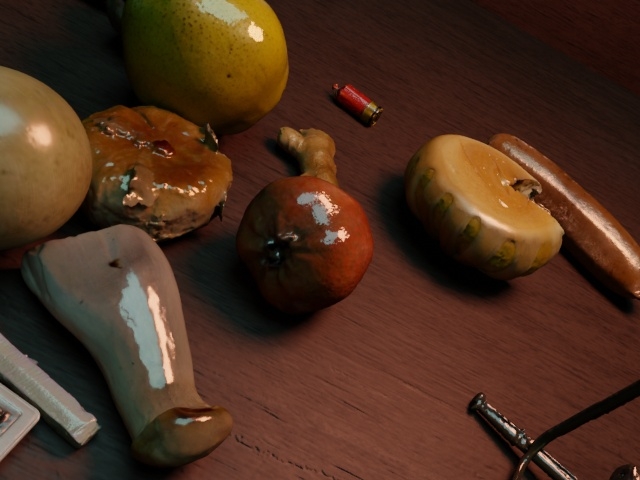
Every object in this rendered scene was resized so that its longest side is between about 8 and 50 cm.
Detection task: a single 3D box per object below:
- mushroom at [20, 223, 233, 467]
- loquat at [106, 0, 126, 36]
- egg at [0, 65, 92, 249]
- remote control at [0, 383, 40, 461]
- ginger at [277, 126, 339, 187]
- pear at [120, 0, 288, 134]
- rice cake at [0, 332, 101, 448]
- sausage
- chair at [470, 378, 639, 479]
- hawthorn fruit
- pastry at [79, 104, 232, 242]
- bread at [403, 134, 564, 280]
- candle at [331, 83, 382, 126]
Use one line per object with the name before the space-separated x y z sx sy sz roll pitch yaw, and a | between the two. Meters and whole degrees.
mushroom | -0.222 0.116 0.689 0.159 0.122 0.329 -30 62 -8
loquat | -0.301 -0.441 1.162 0.227 0.179 0.179 2 47 -38
egg | -0.422 -0.100 0.692 0.295 0.218 0.218 7 44 -10
remote control | -0.428 0.129 0.578 0.293 0.051 0.103 35 40 -1
ginger | 0.008 -0.107 1.088 0.118 0.065 0.299 -4 50 -24
pear | -0.196 -0.320 1.009 0.294 0.294 0.294 17 41 -16
rice cake | -0.310 0.152 0.642 0.180 0.030 0.042 38 44 8
sausage | 0.555 -0.066 1.346 0.136 0.123 0.501 -23 63 -42
chair | 0.371 0.344 0.640 0.410 0.362 0.364 43 40 7
hawthorn fruit | 0.000 0.000 0.890 0.199 0.199 0.251 47 31 19
pastry | -0.255 -0.112 0.883 0.235 0.121 0.257 5 46 -28
bread | 0.296 -0.064 1.151 0.333 0.160 0.333 18 39 -15
candle | 0.079 -0.319 1.368 0.130 0.052 0.052 37 40 10
